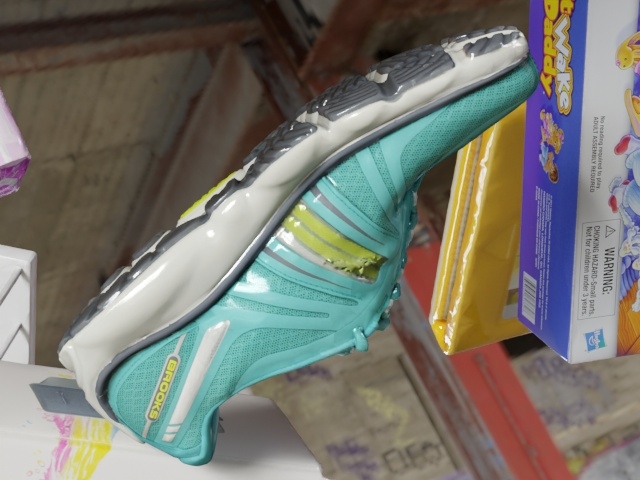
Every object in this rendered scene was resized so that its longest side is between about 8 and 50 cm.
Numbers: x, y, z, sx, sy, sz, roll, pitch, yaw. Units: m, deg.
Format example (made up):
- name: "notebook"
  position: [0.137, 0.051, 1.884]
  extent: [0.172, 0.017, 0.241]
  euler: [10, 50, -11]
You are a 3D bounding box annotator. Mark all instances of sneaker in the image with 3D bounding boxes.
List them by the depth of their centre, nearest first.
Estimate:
- name: "sneaker"
  position: [0.000, 0.000, 0.631]
  extent: [0.275, 0.110, 0.107]
  euler: [-41, 10, 10]

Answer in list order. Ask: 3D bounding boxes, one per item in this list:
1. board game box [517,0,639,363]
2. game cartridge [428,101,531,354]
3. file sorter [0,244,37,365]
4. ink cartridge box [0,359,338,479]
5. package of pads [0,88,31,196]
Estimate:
- name: "board game box"
  position: [0.246, -0.112, 0.777]
  extent: [0.233, 0.078, 0.347]
  euler: [-6, -70, -15]
- name: "game cartridge"
  position: [0.252, -0.043, 0.994]
  extent: [0.323, 0.053, 0.285]
  euler: [-13, -39, -13]
- name: "file sorter"
  position: [-0.386, 0.150, 1.195]
  extent: [0.192, 0.173, 0.278]
  euler: [12, -56, 4]
- name: "ink cartridge box"
  position: [-0.130, 0.187, 0.719]
  extent: [0.353, 0.119, 0.207]
  euler: [11, -80, -19]
- name: "package of pads"
  position: [-0.184, -0.065, 0.681]
  extent: [0.032, 0.083, 0.050]
  euler: [-22, -11, -28]
